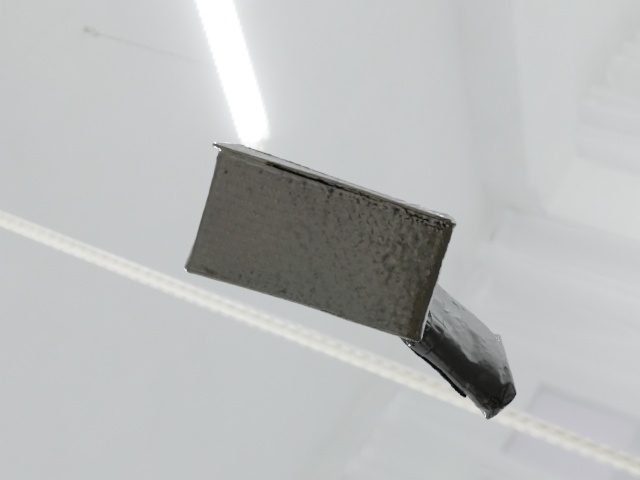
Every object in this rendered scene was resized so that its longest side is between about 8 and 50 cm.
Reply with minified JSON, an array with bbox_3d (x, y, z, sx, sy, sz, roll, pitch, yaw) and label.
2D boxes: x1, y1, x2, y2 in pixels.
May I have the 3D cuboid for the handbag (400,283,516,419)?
[{"bbox_3d":[0.214,0.151,1.978,0.080,0.223,0.247,-43,14,15],"label":"handbag"}]

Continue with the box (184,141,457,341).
[{"bbox_3d":[0.001,-0.002,1.362,0.184,0.273,0.143,-40,-33,-85],"label":"box"}]
